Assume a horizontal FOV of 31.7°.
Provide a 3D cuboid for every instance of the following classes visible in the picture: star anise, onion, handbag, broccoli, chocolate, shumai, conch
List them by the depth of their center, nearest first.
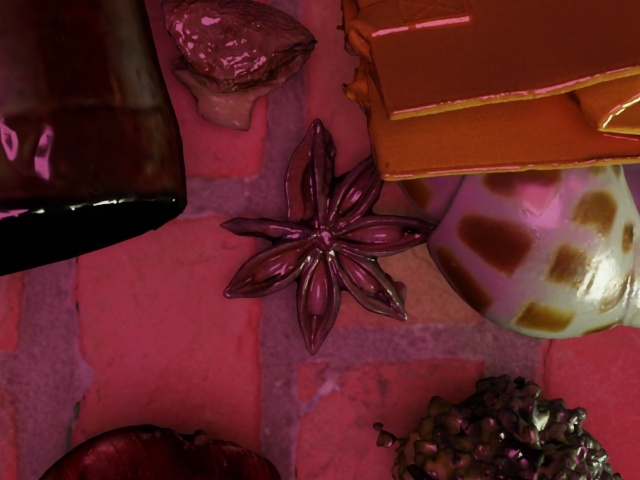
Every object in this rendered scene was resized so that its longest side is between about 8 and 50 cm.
[{"bbox_3d":[-0.314,-0.138,0.922,0.384,0.383,0.331,-16,87,-2],"label":"chocolate"},{"bbox_3d":[0.144,-0.221,0.944,0.283,0.401,0.133,-7,139,-3],"label":"handbag"},{"bbox_3d":[0.198,-0.042,1.023,0.368,0.197,0.249,51,52,-28],"label":"conch"},{"bbox_3d":[-0.081,-0.162,1.046,0.145,0.145,0.116,16,113,-6],"label":"shumai"},{"bbox_3d":[0.160,0.290,1.056,0.281,0.348,0.293,-29,54,8],"label":"broccoli"},{"bbox_3d":[-0.165,0.264,1.057,0.272,0.195,0.272,-17,135,-17],"label":"onion"},{"bbox_3d":[0.015,0.007,1.089,0.197,0.073,0.212,42,94,-5],"label":"star anise"}]
